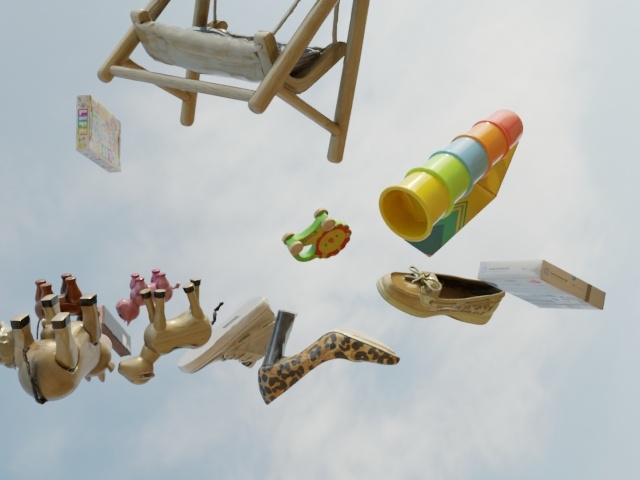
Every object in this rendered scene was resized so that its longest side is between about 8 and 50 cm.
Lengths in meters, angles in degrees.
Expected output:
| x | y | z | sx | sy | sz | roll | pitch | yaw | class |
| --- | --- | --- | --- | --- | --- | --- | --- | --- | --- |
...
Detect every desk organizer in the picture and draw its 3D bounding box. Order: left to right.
| x | y | z | sx | sy | sz | roll | pitch | yaw | class |
| --- | --- | --- | --- | --- | --- | --- | --- | --- | --- |
| -0.420 | 0.183 | 1.563 | 0.050 | 0.047 | 0.130 | -16 | -38 | 4 | desk organizer |

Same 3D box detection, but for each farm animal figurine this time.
| x | y | z | sx | sy | sz | roll | pitch | yaw | class |
| --- | --- | --- | --- | --- | --- | --- | --- | --- | --- |
| -0.368 | 0.169 | 1.297 | 0.326 | 0.330 | 0.172 | -29 | -62 | -60 | farm animal figurine |

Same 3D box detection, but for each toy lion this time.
| x | y | z | sx | sy | sz | roll | pitch | yaw | class |
| --- | --- | --- | --- | --- | --- | --- | --- | --- | --- |
| 0.000 | 0.000 | 1.256 | 0.100 | 0.034 | 0.096 | -37 | -38 | -2 | toy lion |

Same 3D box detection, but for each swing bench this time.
| x | y | z | sx | sy | sz | roll | pitch | yaw | class |
| --- | --- | --- | --- | --- | --- | --- | --- | --- | --- |
| -0.072 | -0.250 | 0.887 | 0.165 | 0.253 | 0.255 | 25 | -97 | -55 | swing bench |

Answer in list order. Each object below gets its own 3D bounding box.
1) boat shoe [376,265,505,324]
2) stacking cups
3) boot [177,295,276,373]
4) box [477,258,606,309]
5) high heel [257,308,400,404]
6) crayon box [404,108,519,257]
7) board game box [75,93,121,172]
| x | y | z | sx | sy | sz | roll | pitch | yaw | class |
| --- | --- | --- | --- | --- | --- | --- | --- | --- | --- |
| 0.249 | 0.102 | 1.651 | 0.285 | 0.105 | 0.089 | 10 | -50 | -27 | boat shoe |
| 0.224 | -0.116 | 1.248 | 0.316 | 0.096 | 0.096 | -37 | -52 | -34 | stacking cups |
| -0.193 | 0.248 | 1.810 | 0.258 | 0.095 | 0.123 | -38 | -71 | -24 | boot |
| 0.399 | 0.082 | 1.444 | 0.186 | 0.145 | 0.038 | 22 | -105 | -33 | box |
| 0.011 | 0.254 | 1.521 | 0.093 | 0.261 | 0.186 | 16 | -91 | -72 | high heel |
| 0.323 | -0.121 | 1.761 | 0.081 | 0.318 | 0.202 | 35 | -129 | -4 | crayon box |
| -0.410 | -0.196 | 1.483 | 0.154 | 0.026 | 0.103 | 54 | -147 | -78 | board game box |
